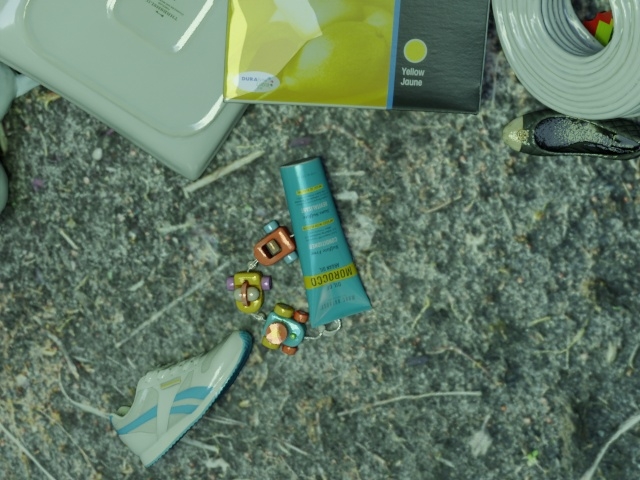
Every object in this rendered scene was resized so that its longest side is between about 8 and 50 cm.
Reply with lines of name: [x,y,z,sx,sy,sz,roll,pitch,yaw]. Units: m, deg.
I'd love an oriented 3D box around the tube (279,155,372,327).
tube: [0.000,0.000,1.680,0.080,0.052,0.207,-16,99,-3]

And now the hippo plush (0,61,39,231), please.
hippo plush: [-0.483,-0.134,1.710,0.294,0.234,0.237,-13,123,-27]

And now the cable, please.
cable: [0.299,-0.252,1.461,0.257,0.089,0.257,22,126,44]

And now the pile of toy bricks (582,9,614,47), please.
pile of toy bricks: [0.364,-0.308,1.526,0.105,0.118,0.212,33,125,33]

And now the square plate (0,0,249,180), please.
square plate: [-0.189,-0.285,1.582,0.347,0.049,0.344,32,103,-23]

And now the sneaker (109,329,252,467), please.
sneaker: [-0.179,0.190,1.737,0.092,0.087,0.229,45,104,3]

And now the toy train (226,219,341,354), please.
toy train: [-0.052,0.066,1.705,0.125,0.046,0.166,-29,93,16]

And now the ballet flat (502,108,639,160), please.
ballet flat: [0.301,-0.125,1.589,0.173,0.049,0.057,3,100,12]

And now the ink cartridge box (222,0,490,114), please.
ink cartridge box: [0.045,-0.304,1.536,0.303,0.072,0.307,2,104,-5]
